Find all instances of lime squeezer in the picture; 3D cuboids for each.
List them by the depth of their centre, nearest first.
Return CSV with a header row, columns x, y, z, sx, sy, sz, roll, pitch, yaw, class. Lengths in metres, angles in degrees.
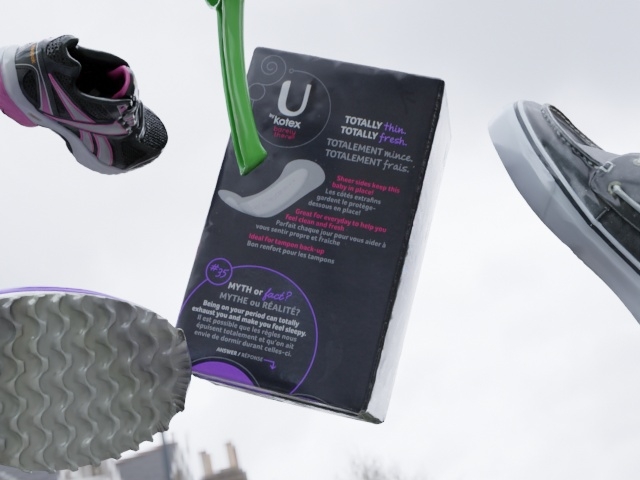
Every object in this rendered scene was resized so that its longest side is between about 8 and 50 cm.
x,y,z,sx,sy,sz,roll,pitch,yaw,class
-0.111,-0.185,0.679,0.110,0.310,0.059,-41,-3,-12,lime squeezer

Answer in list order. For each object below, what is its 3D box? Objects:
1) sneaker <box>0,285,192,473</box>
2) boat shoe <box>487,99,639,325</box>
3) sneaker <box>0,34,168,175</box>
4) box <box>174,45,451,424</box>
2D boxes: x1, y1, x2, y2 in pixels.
x,y,z,sx,sy,sz,roll,pitch,yaw,class
-0.226,0.068,0.617,0.293,0.102,0.146,-4,12,-20,sneaker
0.276,-0.018,0.899,0.121,0.335,0.119,3,-47,-52,boat shoe
-0.162,-0.101,0.815,0.077,0.072,0.178,-15,-16,24,sneaker
0.000,0.000,0.900,0.165,0.270,0.143,13,-11,12,box
